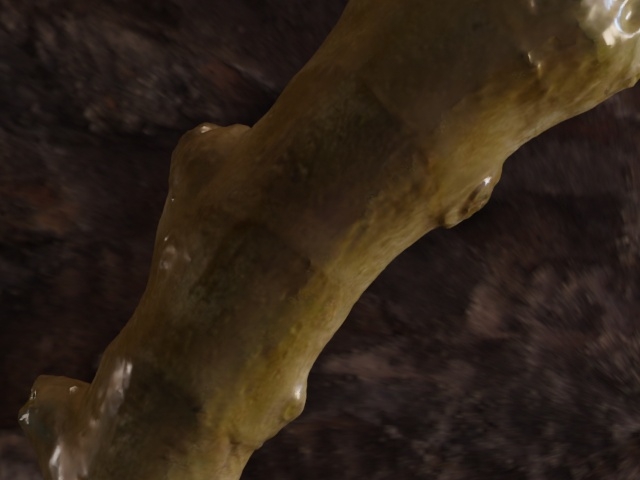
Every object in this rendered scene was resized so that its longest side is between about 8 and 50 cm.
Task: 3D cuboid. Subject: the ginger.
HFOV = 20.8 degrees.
[{"bbox_3d":[-0.001,0.000,0.557,0.118,0.065,0.299,33,-85,14],"label":"ginger"}]
